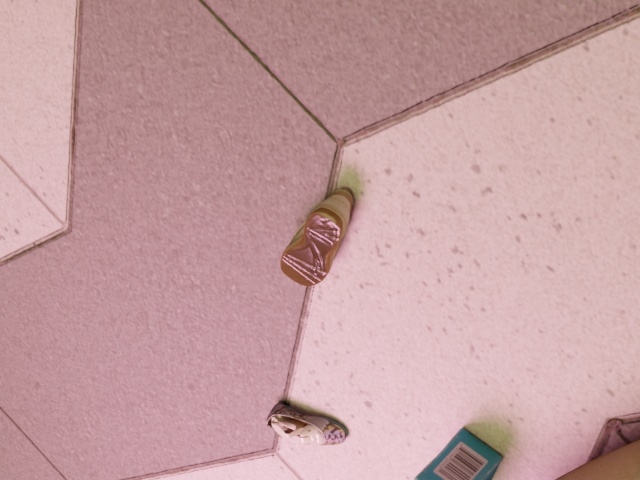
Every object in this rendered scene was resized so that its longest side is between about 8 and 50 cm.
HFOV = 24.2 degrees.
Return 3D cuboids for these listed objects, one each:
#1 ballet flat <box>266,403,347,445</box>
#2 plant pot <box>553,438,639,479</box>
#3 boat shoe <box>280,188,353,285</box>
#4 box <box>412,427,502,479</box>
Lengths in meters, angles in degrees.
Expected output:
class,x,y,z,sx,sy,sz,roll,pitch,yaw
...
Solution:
class,x,y,z,sx,sy,sz,roll,pitch,yaw
ballet flat,-0.021,0.234,1.836,0.114,0.041,0.041,15,129,36
plant pot,0.290,0.321,1.472,0.256,0.256,0.274,42,124,12
boat shoe,-0.001,-0.001,1.640,0.056,0.048,0.153,31,145,5
box,0.128,0.330,1.719,0.060,0.100,0.244,35,138,18
